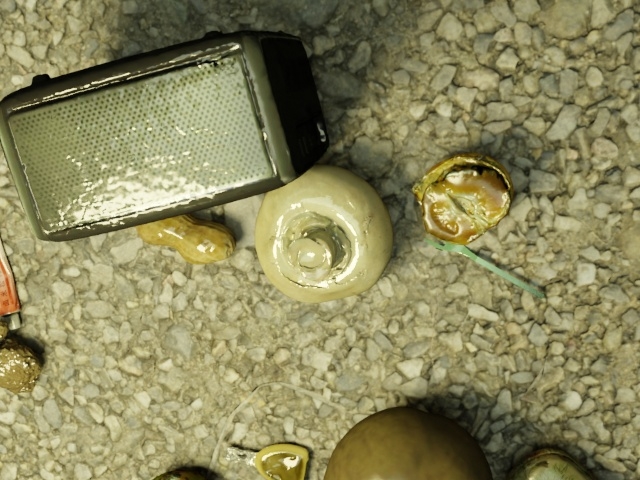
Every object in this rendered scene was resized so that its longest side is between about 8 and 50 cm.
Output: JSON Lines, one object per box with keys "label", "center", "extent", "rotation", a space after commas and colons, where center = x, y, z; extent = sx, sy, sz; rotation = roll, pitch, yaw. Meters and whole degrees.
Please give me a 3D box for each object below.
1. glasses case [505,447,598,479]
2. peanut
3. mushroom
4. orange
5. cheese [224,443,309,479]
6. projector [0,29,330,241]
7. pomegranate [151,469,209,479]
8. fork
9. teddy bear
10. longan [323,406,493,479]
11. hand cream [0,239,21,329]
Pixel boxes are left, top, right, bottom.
{"label": "glasses case", "center": [0.516, 0.553, 1.421], "extent": [0.425, 0.098, 0.156], "rotation": [43, 109, -3]}
{"label": "peanut", "center": [-0.247, -0.009, 1.419], "extent": [0.192, 0.089, 0.089], "rotation": [22, 104, 7]}
{"label": "mushroom", "center": [0.000, 0.000, 1.326], "extent": [0.246, 0.202, 0.246], "rotation": [4, 113, 9]}
{"label": "orange", "center": [0.247, -0.075, 1.320], "extent": [0.169, 0.112, 0.160], "rotation": [17, 117, 28]}
{"label": "cheese", "center": [-0.106, 0.427, 1.512], "extent": [0.162, 0.036, 0.086], "rotation": [11, 102, 5]}
{"label": "projector", "center": [-0.215, -0.180, 1.214], "extent": [0.405, 0.395, 0.242], "rotation": [-13, 100, 12]}
{"label": "pomegranate", "center": [-0.264, 0.534, 1.484], "extent": [0.159, 0.159, 0.205], "rotation": [-44, 65, 14]}
{"label": "fork", "center": [0.291, 0.042, 1.385], "extent": [0.235, 0.021, 0.039], "rotation": [30, 108, -1]}
{"label": "teddy bear", "center": [-0.664, 0.218, 1.496], "extent": [0.251, 0.129, 0.182], "rotation": [27, 143, -1]}
{"label": "longan", "center": [0.146, 0.450, 1.349], "extent": [0.318, 0.319, 0.319], "rotation": [2, 102, 8]}
{"label": "hand cream", "center": [-0.621, 0.069, 1.512], "extent": [0.052, 0.038, 0.216], "rotation": [-18, 96, -17]}
